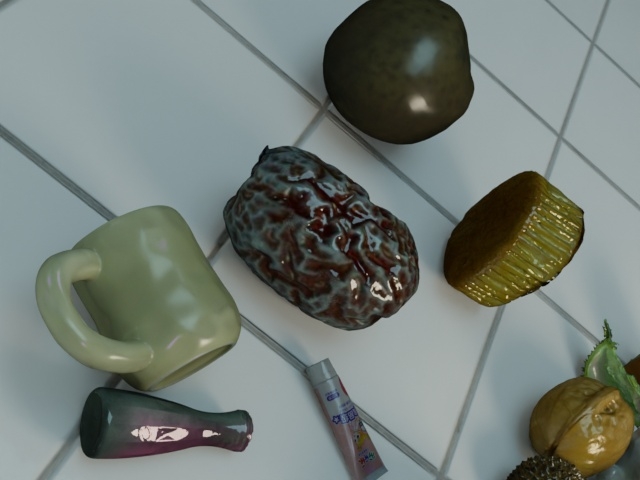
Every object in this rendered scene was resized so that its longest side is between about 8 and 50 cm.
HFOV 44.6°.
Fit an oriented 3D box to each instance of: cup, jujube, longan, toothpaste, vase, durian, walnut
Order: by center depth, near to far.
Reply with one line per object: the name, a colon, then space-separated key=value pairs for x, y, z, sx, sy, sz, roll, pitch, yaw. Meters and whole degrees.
cup: x=-0.219 y=0.073 z=0.983 sx=0.173 sy=0.255 sz=0.202 roll=-32 pitch=78 yaw=1
vase: x=-0.192 y=0.241 z=1.006 sx=0.214 sy=0.086 sz=0.086 roll=13 pitch=56 yaw=-34
toothpaste: x=0.036 y=0.273 z=1.171 sx=0.067 sy=0.043 sz=0.194 roll=-21 pitch=81 yaw=-44
jujube: x=0.000 y=0.000 z=1.195 sx=0.317 sy=0.226 sz=0.226 roll=42 pitch=47 yaw=-8
durian: x=0.357 y=0.423 z=1.239 sx=0.189 sy=0.091 sz=0.148 roll=11 pitch=93 yaw=6
walnut: x=0.454 y=0.320 z=1.355 sx=0.207 sy=0.159 sz=0.159 roll=-21 pitch=76 yaw=-36
longan: x=0.155 y=-0.329 z=1.477 sx=0.288 sy=0.288 sz=0.350 roll=37 pitch=43 yaw=-11
durian: x=0.565 y=0.264 z=1.501 sx=0.086 sy=0.100 sz=0.215 roll=-8 pitch=69 yaw=-39

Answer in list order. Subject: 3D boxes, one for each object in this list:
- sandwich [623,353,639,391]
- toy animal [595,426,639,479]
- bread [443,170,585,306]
sandwich: x=0.707 y=0.267 z=1.546 sx=0.117 sy=0.187 sz=0.144 roll=-21 pitch=70 yaw=-41
toy animal: x=0.620 y=0.446 z=1.368 sx=0.241 sy=0.196 sz=0.367 roll=49 pitch=48 yaw=-9
bread: x=0.340 y=-0.001 z=1.408 sx=0.142 sy=0.253 sz=0.227 roll=34 pitch=52 yaw=-17
